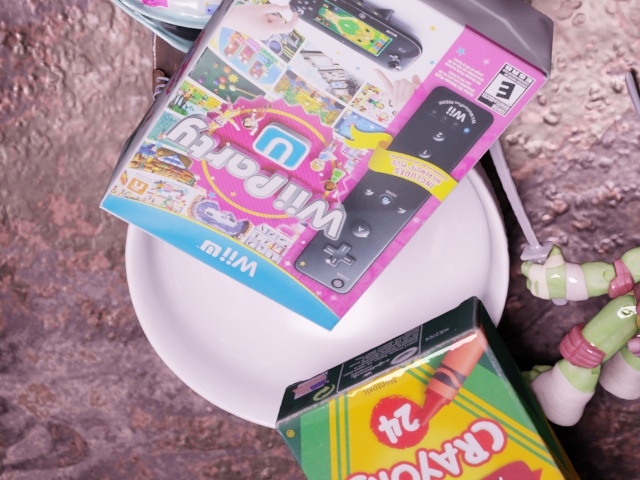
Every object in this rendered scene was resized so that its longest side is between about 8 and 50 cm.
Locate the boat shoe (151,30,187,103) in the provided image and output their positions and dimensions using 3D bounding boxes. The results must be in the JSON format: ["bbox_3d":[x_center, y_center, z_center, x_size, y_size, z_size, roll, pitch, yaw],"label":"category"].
[{"bbox_3d":[-0.123,-0.133,1.434,0.066,0.066,0.183,-6,109,14],"label":"boat shoe"}]

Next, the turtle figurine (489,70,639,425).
[{"bbox_3d":[0.255,0.015,1.354,0.275,0.198,0.266,26,129,6],"label":"turtle figurine"}]

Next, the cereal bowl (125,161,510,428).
[{"bbox_3d":[0.000,0.000,1.405,0.339,0.141,0.339,2,115,3],"label":"cereal bowl"}]

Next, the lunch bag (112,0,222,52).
[{"bbox_3d":[-0.069,-0.253,1.288,0.262,0.223,0.160,-1,111,7],"label":"lunch bag"}]

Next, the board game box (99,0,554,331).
[{"bbox_3d":[0.000,-0.096,1.189,0.224,0.097,0.303,29,128,-13],"label":"board game box"}]

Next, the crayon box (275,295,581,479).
[{"bbox_3d":[0.127,0.234,1.366,0.202,0.081,0.318,-28,105,15],"label":"crayon box"}]
